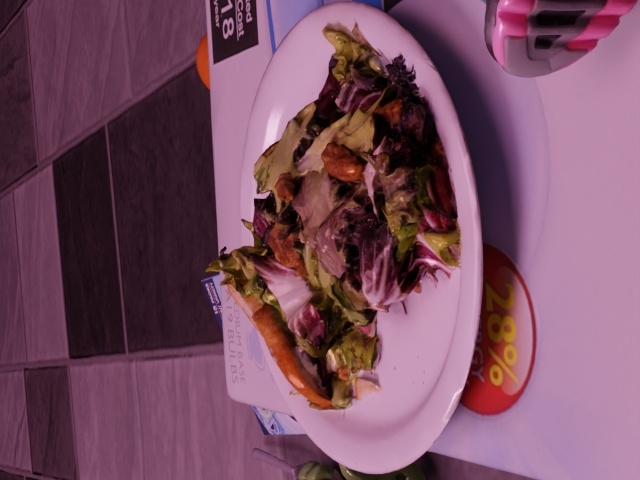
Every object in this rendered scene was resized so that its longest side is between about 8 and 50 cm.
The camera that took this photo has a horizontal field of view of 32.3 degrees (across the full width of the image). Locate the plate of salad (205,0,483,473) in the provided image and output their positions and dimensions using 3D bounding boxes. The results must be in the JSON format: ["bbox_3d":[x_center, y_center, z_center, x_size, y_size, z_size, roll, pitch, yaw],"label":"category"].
[{"bbox_3d":[0.000,0.000,0.468,0.200,0.048,0.199,13,105,61],"label":"plate of salad"}]

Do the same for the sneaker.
[{"bbox_3d":[0.073,-0.110,0.335,0.057,0.047,0.119,44,122,58],"label":"sneaker"}]

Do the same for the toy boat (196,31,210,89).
[{"bbox_3d":[-0.022,-0.135,0.846,0.231,0.151,0.151,55,139,43],"label":"toy boat"}]

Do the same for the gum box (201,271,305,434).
[{"bbox_3d":[-0.024,0.087,0.945,0.184,0.041,0.156,-18,95,61],"label":"gum box"}]

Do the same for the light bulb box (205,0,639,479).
[{"bbox_3d":[0.117,-0.086,0.528,0.361,0.225,0.357,-5,89,62],"label":"light bulb box"}]

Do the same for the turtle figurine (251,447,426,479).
[{"bbox_3d":[-0.046,0.249,0.887,0.274,0.198,0.266,63,144,29],"label":"turtle figurine"}]
